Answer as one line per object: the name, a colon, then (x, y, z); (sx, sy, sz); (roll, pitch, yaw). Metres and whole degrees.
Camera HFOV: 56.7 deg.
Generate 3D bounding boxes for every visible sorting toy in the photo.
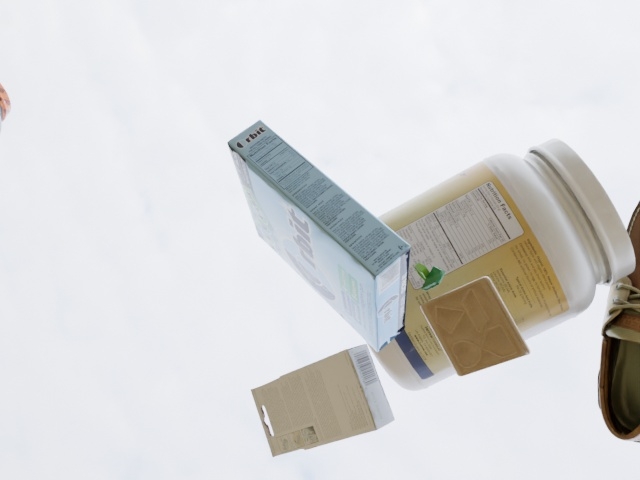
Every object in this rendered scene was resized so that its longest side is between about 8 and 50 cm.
sorting toy: (0.097, 0.047, 0.400); (0.062, 0.012, 0.083); (-32, -95, 42)

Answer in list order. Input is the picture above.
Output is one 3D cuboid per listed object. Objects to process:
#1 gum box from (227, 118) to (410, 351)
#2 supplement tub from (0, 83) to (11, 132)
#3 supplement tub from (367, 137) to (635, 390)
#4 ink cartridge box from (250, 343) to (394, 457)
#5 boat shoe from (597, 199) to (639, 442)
gum box: (0.000, 0.000, 0.539); (0.041, 0.157, 0.184); (-39, -117, -16)
supplement tub: (-0.452, -0.120, 0.675); (0.117, 0.190, 0.117); (13, -38, 11)
supplement tub: (0.199, 0.030, 0.763); (0.316, 0.228, 0.228); (-28, -102, 9)
ink cartridge box: (-0.002, 0.131, 0.477); (0.115, 0.029, 0.063); (-30, -106, 36)
boat shoe: (0.425, 0.106, 0.758); (0.122, 0.120, 0.324); (6, -85, 47)
